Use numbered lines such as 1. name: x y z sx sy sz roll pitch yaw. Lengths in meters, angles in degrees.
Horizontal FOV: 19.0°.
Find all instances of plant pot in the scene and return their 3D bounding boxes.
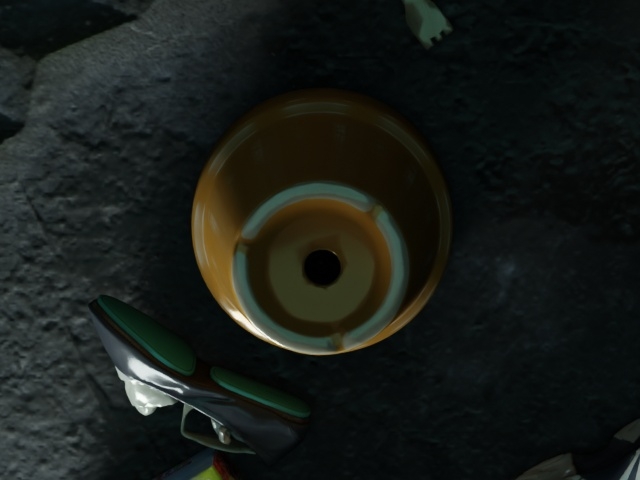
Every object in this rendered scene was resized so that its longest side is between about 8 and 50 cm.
1. plant pot: 0.000 0.000 1.432 0.205 0.188 0.205 0 103 1

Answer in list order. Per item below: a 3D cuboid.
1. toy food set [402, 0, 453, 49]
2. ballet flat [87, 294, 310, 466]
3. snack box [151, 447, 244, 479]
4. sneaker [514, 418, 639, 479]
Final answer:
1. toy food set: 0.126 -0.248 1.456 0.192 0.038 0.132 -35 93 13
2. ballet flat: -0.106 0.119 1.523 0.203 0.074 0.074 29 101 -8
3. snack box: -0.104 0.298 1.561 0.174 0.070 0.207 -30 99 7
4. sneaker: 0.284 0.222 1.526 0.235 0.094 0.153 -25 102 7
